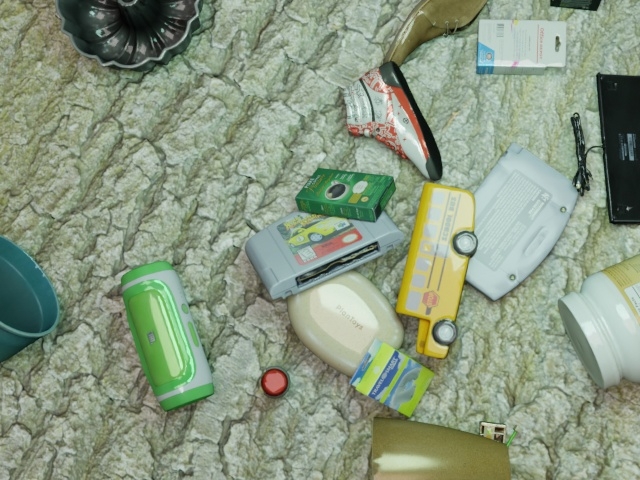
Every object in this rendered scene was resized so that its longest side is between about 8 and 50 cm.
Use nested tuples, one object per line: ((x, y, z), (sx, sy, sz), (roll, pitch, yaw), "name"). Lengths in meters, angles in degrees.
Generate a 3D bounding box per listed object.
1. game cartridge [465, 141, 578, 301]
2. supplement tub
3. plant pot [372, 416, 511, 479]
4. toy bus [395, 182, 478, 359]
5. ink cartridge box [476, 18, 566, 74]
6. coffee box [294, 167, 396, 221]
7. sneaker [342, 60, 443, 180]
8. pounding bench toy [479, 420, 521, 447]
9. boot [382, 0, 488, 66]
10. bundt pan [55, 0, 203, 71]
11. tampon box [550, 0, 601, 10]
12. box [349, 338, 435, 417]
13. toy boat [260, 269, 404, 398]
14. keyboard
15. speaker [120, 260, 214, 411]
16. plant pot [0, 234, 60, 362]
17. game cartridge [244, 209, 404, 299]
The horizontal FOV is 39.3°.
((0.390, -0.031, 1.858), (0.198, 0.062, 0.297), (38, 88, 6), "game cartridge")
((0.641, 0.135, 1.715), (0.316, 0.228, 0.228), (-25, 80, 3), "supplement tub")
((0.232, 0.451, 1.715), (0.254, 0.237, 0.237), (-4, 82, 6), "plant pot")
((0.234, 0.062, 1.784), (0.130, 0.108, 0.333), (13, 87, 10), "toy bus")
((0.424, -0.408, 1.899), (0.181, 0.061, 0.104), (3, 83, 8), "ink cartridge box")
((0.052, -0.096, 1.857), (0.184, 0.040, 0.113), (8, 44, 27), "coffee box")
((0.148, -0.230, 1.902), (0.145, 0.090, 0.270), (-24, 94, 23), "sneaker")
((0.360, 0.401, 1.801), (0.083, 0.052, 0.065), (5, 83, 7), "pounding bench toy")
((0.254, -0.470, 1.912), (0.115, 0.112, 0.305), (41, 86, 0), "boot")
((-0.406, -0.519, 1.983), (0.330, 0.124, 0.331), (-1, 81, 7), "bundt pan")
((0.542, -0.565, 1.856), (0.101, 0.161, 0.120), (8, 83, 8), "tampon box")
((0.146, 0.275, 1.788), (0.042, 0.178, 0.109), (27, 85, 46), "box")
((-0.003, 0.202, 1.840), (0.318, 0.148, 0.267), (-42, 85, -8), "toy boat")
((0.596, -0.190, 1.844), (0.201, 0.033, 0.317), (0, 81, -17), "keyboard")
((-0.321, 0.199, 1.874), (0.131, 0.131, 0.297), (-21, 80, 4), "speaker")
((-0.736, 0.159, 1.871), (0.255, 0.271, 0.272), (-38, 79, 15), "plant pot")
((0.000, 0.000, 1.833), (0.294, 0.060, 0.196), (-24, 35, -10), "game cartridge")
